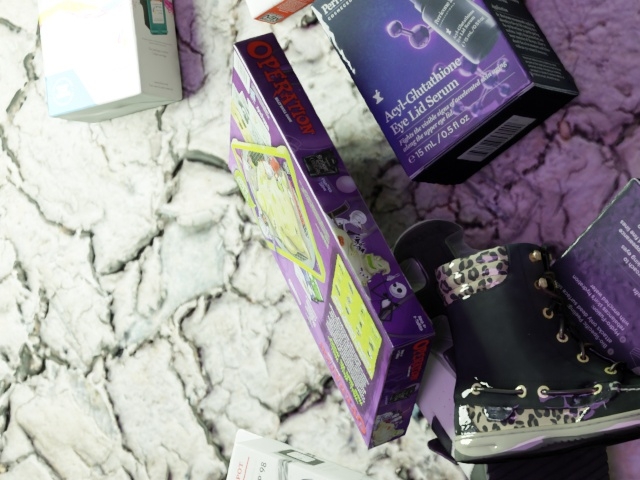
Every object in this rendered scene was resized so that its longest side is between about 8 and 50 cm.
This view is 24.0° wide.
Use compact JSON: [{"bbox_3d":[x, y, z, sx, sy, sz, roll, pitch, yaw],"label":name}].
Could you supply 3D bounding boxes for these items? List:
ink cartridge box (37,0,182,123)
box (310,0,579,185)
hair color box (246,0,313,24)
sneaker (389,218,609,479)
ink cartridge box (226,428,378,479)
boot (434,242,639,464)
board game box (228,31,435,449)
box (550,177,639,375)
[{"bbox_3d":[-0.234,-0.255,1.635,0.134,0.078,0.231,-11,83,31],"label":"ink cartridge box"},{"bbox_3d":[0.114,-0.178,1.398,0.153,0.108,0.207,-39,70,26],"label":"box"},{"bbox_3d":[-0.015,-0.283,1.519,0.141,0.043,0.072,-26,76,28],"label":"hair color box"},{"bbox_3d":[0.151,0.146,1.376,0.330,0.122,0.146,65,160,9],"label":"sneaker"},{"bbox_3d":[-0.038,0.265,1.515,0.180,0.060,0.104,16,98,31],"label":"ink cartridge box"},{"bbox_3d":[0.208,0.082,1.242,0.236,0.085,0.178,-16,74,23],"label":"boot"},{"bbox_3d":[0.000,0.000,1.399,0.208,0.056,0.347,105,143,-56],"label":"board game box"},{"bbox_3d":[0.285,0.055,1.296,0.158,0.093,0.156,-49,66,21],"label":"box"}]
